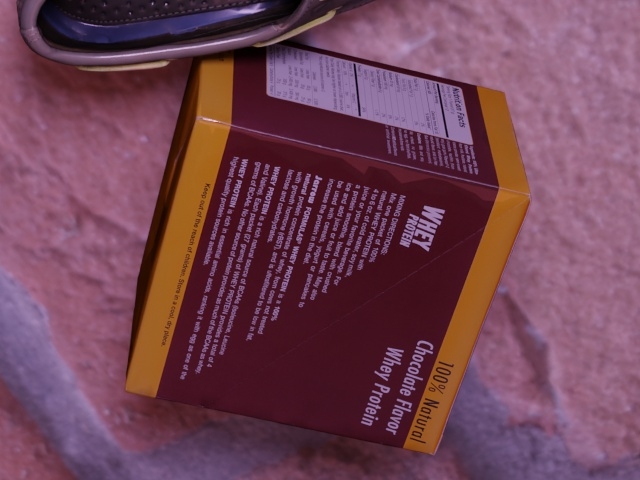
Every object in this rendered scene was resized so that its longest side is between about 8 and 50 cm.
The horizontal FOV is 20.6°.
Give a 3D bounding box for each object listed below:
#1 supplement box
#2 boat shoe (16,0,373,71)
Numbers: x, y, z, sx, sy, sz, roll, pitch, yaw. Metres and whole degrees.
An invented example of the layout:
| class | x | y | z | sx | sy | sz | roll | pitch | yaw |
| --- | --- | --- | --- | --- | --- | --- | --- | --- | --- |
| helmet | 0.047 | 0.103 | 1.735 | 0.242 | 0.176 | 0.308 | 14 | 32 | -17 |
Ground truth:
| class | x | y | z | sx | sy | sz | roll | pitch | yaw |
| --- | --- | --- | --- | --- | --- | --- | --- | --- | --- |
| supplement box | 0.000 | 0.000 | 1.054 | 0.194 | 0.129 | 0.191 | 12 | 120 | -9 |
| boat shoe | -0.022 | -0.163 | 0.976 | 0.305 | 0.091 | 0.109 | -14 | 121 | 6 |
